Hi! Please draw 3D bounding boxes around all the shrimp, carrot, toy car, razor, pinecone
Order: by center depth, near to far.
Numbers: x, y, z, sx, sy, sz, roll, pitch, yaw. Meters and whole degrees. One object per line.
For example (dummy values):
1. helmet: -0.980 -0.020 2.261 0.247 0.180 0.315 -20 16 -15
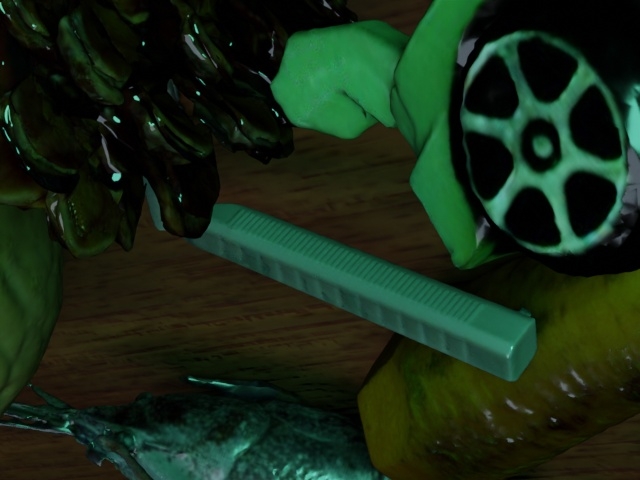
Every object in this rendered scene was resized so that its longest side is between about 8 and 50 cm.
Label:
1. toy car: 0.146 -0.112 0.564 0.176 0.213 0.359 57 139 21
2. pinecone: -0.081 -0.113 0.784 0.221 0.221 0.221 15 141 13
3. razor: -0.006 0.007 0.928 0.278 0.056 0.111 29 146 34
4. carrot: 0.136 0.056 0.929 0.114 0.114 0.302 40 138 -17
5. shrimp: -0.050 0.181 1.129 0.372 0.172 0.137 5 143 14

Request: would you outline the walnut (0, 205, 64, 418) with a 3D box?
1. walnut: -0.301 0.009 0.980 0.332 0.333 0.333 15 141 13
